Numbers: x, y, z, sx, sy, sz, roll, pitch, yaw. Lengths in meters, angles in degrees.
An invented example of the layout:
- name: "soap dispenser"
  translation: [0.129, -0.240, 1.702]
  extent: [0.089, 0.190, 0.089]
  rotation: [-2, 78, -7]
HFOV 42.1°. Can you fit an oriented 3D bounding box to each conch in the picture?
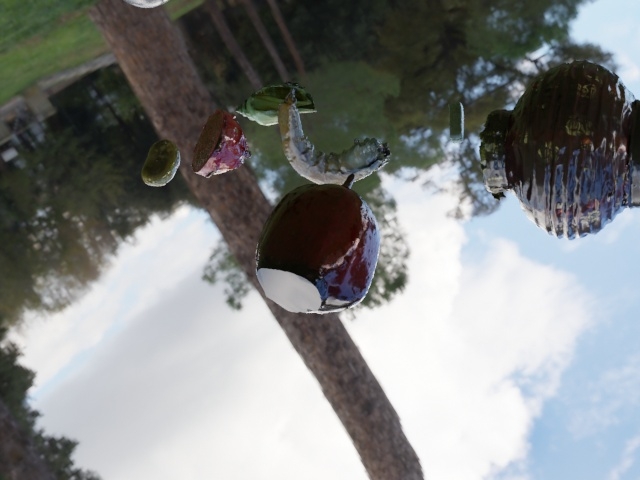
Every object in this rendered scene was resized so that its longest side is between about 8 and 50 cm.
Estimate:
- name: "conch"
  translation: [-0.115, -0.328, 2.002]
  extent: [0.201, 0.094, 0.079]
  rotation: [-15, -177, 11]

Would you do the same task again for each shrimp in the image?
- name: "shrimp"
  translation: [0.005, -0.222, 1.973]
  extent: [0.185, 0.287, 0.068]
  rotation: [-50, -168, 29]

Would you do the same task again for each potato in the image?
- name: "potato"
  translation: [-0.427, -0.205, 2.227]
  extent: [0.070, 0.092, 0.137]
  rotation: [71, 36, -69]

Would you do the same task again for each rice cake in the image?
- name: "rice cake"
  translation: [0.314, -0.274, 1.924]
  extent: [0.033, 0.029, 0.170]
  rotation: [-11, -146, 17]

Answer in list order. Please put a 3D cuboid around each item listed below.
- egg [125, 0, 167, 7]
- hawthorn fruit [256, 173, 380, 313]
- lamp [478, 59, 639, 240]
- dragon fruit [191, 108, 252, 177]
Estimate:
- name: "egg"
  translation: [-0.386, -0.609, 1.825]
  extent: [0.176, 0.176, 0.232]
  rotation: [-34, -176, -12]
- name: "hawthorn fruit"
  translation: [0.000, 0.000, 1.365]
  extent: [0.215, 0.215, 0.249]
  rotation: [0, -110, 63]
- name: "lamp"
  translation: [0.332, -0.119, 1.111]
  extent: [0.247, 0.246, 0.247]
  rotation: [-29, -166, 8]
- name: "dragon fruit"
  translation: [-0.190, -0.192, 1.741]
  extent: [0.153, 0.111, 0.153]
  rotation: [-43, -142, 46]
